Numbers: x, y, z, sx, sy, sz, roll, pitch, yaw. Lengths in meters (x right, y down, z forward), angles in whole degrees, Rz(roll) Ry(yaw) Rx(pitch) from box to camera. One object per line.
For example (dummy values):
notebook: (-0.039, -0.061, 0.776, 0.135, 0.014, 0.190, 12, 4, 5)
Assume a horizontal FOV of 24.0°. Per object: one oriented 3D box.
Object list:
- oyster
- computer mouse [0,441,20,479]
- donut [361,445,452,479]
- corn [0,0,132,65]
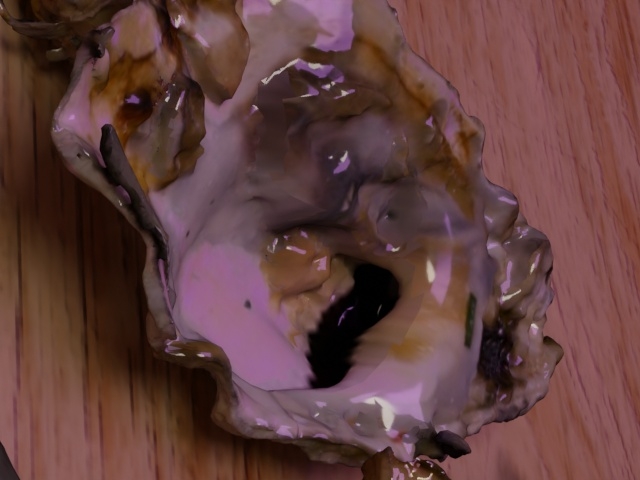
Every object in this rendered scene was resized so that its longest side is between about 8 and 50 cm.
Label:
oyster: (-0.003, 0.003, 0.686, 0.354, 0.107, 0.201, 44, 55, -37)
computer mouse: (-0.163, 0.077, 0.318, 0.228, 0.145, 0.429, 43, 10, -6)
donut: (0.083, 0.233, 0.652, 0.295, 0.151, 0.112, 43, 55, -4)
corn: (-0.083, -0.198, 0.731, 0.106, 0.106, 0.293, 33, 45, -32)
